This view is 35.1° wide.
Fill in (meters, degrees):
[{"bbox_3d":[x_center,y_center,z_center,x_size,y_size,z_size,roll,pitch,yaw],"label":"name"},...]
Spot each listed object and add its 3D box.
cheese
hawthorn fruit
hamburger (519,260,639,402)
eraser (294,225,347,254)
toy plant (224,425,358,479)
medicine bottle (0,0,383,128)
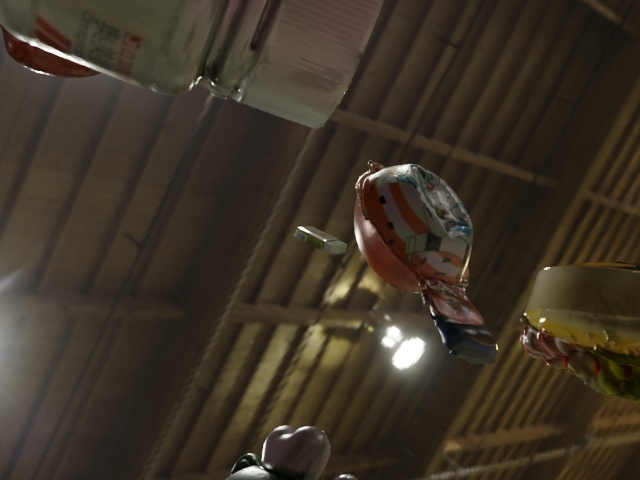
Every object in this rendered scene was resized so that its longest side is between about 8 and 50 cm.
[{"bbox_3d":[0.141,0.022,1.340,0.216,0.329,0.129,19,-52,-42],"label":"cheese"},{"bbox_3d":[-0.394,-0.361,1.631,0.205,0.253,0.205,9,-90,-69],"label":"hawthorn fruit"},{"bbox_3d":[0.288,0.079,0.925,0.173,0.210,0.116,-3,-83,-57],"label":"hamburger"},{"bbox_3d":[0.000,0.000,1.581,0.038,0.083,0.019,-3,-69,-45],"label":"eraser"},{"bbox_3d":[-0.047,0.266,0.801,0.112,0.243,0.233,31,-85,-30],"label":"toy plant"},{"bbox_3d":[-0.112,-0.256,0.938,0.324,0.256,0.256,20,-72,-11],"label":"medicine bottle"}]
